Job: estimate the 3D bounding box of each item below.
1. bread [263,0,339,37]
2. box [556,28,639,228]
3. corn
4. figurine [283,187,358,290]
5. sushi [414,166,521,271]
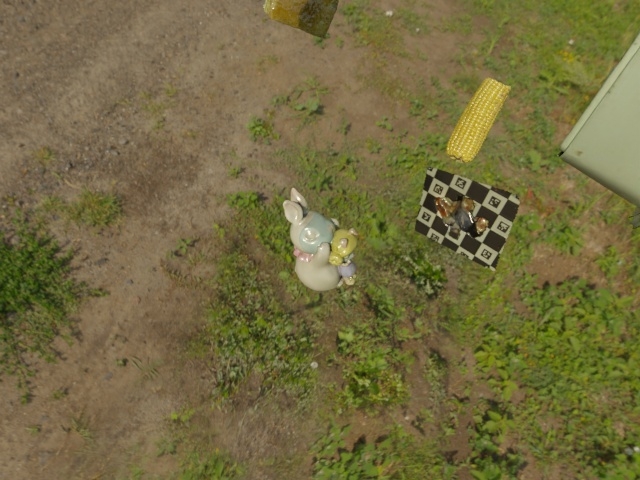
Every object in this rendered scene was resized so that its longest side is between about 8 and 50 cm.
[{"bbox_3d":[-0.046,-0.647,1.094,0.196,0.138,0.102,11,39,-27],"label":"bread"},{"bbox_3d":[0.362,-0.138,0.351,0.166,0.221,0.290,40,47,22],"label":"box"},{"bbox_3d":[0.447,-0.341,1.150,0.093,0.093,0.244,27,98,4],"label":"corn"},{"bbox_3d":[0.000,0.000,0.901,0.155,0.236,0.127,16,47,27],"label":"figurine"},{"bbox_3d":[0.323,-0.059,0.895,0.210,0.193,0.040,30,44,31],"label":"sushi"}]
